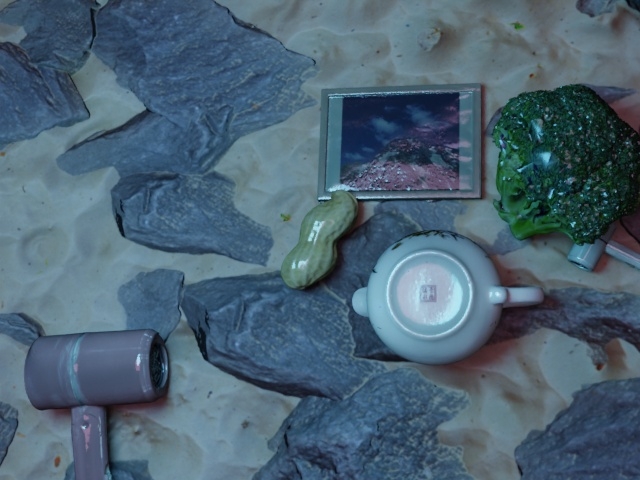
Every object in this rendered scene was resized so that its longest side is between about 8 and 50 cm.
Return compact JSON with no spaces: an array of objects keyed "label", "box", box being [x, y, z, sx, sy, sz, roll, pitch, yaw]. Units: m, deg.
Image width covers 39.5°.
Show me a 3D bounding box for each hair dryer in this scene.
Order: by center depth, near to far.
[{"label":"hair dryer","box":[0.468,0.025,1.402,0.137,0.047,0.082,27,86,8]},{"label":"hair dryer","box":[-0.357,0.327,1.473,0.210,0.125,0.353,-5,88,9]}]

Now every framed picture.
[{"label":"framed picture","box":[0.134,-0.166,1.514,0.281,0.019,0.209,-2,78,11]}]

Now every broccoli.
[{"label":"broccoli","box":[0.370,-0.115,1.366,0.265,0.245,0.295,16,55,-19]}]

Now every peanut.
[{"label":"peanut","box":[0.000,0.000,1.478,0.082,0.082,0.187,25,83,15]}]

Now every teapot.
[{"label":"teapot","box":[0.197,0.092,1.392,0.299,0.166,0.208,2,72,4]}]
